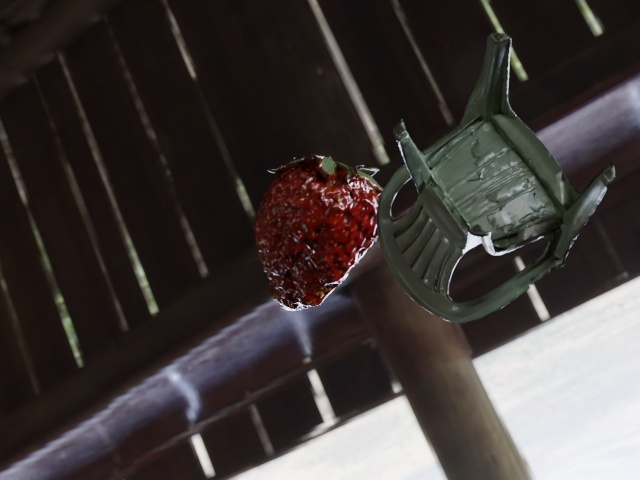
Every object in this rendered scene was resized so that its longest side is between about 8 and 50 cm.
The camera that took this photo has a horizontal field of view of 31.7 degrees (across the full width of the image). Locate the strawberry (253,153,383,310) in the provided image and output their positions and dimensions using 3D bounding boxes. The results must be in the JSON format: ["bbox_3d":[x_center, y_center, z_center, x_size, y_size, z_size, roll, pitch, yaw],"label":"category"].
[{"bbox_3d":[-0.015,0.001,1.442,0.174,0.098,0.228,19,110,-34],"label":"strawberry"}]

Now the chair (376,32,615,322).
[{"bbox_3d":[0.160,-0.045,1.191,0.190,0.203,0.275,-33,161,-7],"label":"chair"}]
